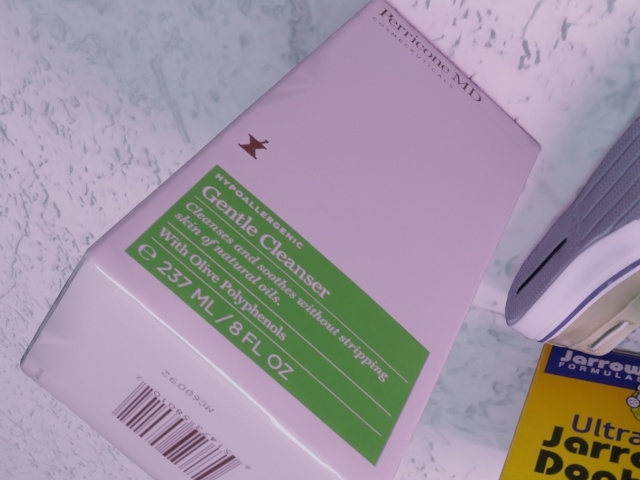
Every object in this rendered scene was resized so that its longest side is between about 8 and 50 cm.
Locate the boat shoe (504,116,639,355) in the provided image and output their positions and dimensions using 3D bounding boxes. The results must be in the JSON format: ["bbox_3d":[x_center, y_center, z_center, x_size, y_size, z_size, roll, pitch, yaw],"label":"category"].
[{"bbox_3d":[0.251,-0.009,0.563,0.094,0.109,0.302,21,143,-5],"label":"boat shoe"}]

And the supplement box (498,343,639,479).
[{"bbox_3d":[0.239,0.279,0.597,0.195,0.356,0.194,8,128,26],"label":"supplement box"}]

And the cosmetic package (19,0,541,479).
[{"bbox_3d":[0.000,0.000,0.523,0.197,0.365,0.155,41,136,-5],"label":"cosmetic package"}]
